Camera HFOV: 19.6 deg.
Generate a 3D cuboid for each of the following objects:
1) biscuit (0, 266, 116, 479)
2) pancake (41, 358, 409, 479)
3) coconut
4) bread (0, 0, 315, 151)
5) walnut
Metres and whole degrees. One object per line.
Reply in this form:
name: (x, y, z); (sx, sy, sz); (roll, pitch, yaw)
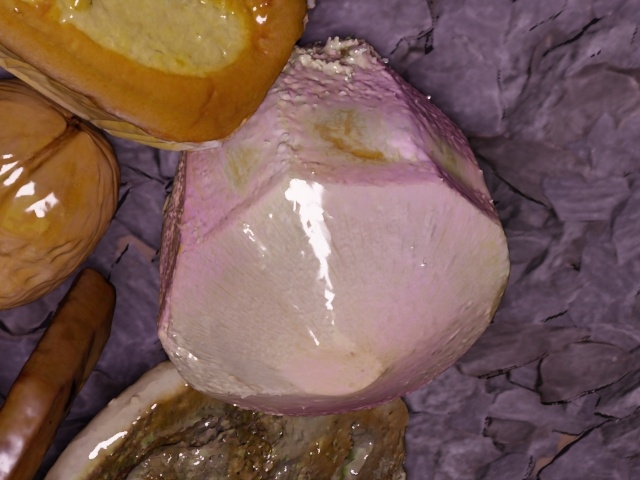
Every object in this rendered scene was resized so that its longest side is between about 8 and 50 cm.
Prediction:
biscuit: (-0.230, 0.179, 1.255); (0.046, 0.359, 0.359); (30, 119, -4)
pancake: (-0.079, 0.205, 1.421); (0.356, 0.065, 0.356); (-20, 138, -19)
coconut: (0.000, 0.000, 1.210); (0.233, 0.245, 0.233); (-4, 126, -6)
bread: (-0.150, -0.171, 1.114); (0.288, 0.119, 0.153); (34, 74, -30)
walnut: (-0.214, -0.028, 1.221); (0.144, 0.144, 0.180); (21, 128, -25)
